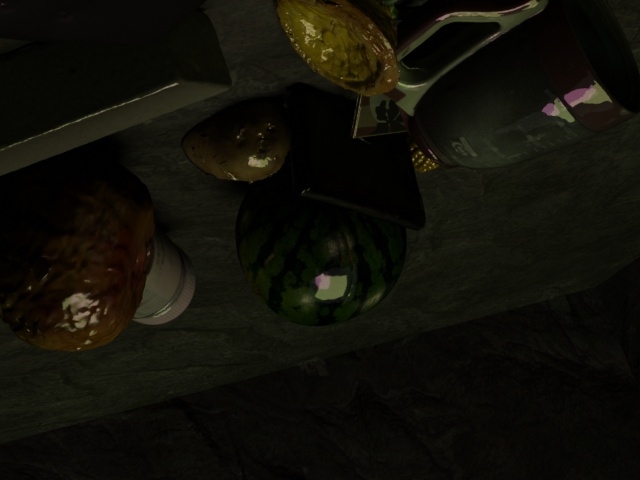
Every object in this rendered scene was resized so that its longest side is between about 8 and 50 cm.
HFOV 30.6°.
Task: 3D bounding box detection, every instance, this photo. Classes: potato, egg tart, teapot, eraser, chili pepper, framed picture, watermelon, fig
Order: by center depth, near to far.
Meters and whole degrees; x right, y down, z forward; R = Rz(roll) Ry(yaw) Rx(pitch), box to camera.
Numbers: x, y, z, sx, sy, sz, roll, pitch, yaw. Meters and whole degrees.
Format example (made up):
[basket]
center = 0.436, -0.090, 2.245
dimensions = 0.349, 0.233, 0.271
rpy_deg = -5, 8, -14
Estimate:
[eraser]
center = -0.285, -0.173, 1.352
dimensions = 0.352, 0.111, 0.077
rpy_deg = -20, 166, 1
[egg tart]
center = 0.031, -0.256, 1.413
dimensions = 0.074, 0.191, 0.191
rpy_deg = -52, 170, -15
[chili pepper]
center = 0.107, -0.304, 1.544
dimensions = 0.030, 0.017, 0.083
rpy_deg = -34, 161, 37
[teapot]
center = 0.233, -0.231, 1.606
dimensions = 0.312, 0.233, 0.315
rpy_deg = -27, 138, 30
[fig]
center = -0.421, 0.013, 1.629
dimensions = 0.368, 0.286, 0.286
rpy_deg = 3, 164, 5
[potato]
center = -0.125, -0.138, 1.679
dimensions = 0.172, 0.101, 0.089
rpy_deg = -19, 159, 9
[framed picture]
center = 0.142, -0.223, 1.729
dimensions = 0.200, 0.010, 0.136
rpy_deg = -10, 129, -29
[watermelon]
center = 0.000, 0.000, 1.915
dimensions = 0.285, 0.285, 0.285
rpy_deg = -18, 163, -6

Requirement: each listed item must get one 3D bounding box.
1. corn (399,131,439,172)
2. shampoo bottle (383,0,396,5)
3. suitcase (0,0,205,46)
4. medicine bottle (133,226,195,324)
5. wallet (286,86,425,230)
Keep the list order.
[corn]
center = 0.213, -0.197, 1.877
dimensions = 0.091, 0.091, 0.260
rpy_deg = 10, 147, -29
[shampoo bottle]
center = 0.080, -0.320, 1.397
dimensions = 0.056, 0.056, 0.195
rpy_deg = -13, 163, -21
[suitcase]
center = -0.197, -0.294, 0.936
dimensions = 0.345, 0.188, 0.339
rpy_deg = -4, 156, -48
[medicine bottle]
center = -0.314, 0.045, 1.925
dimensions = 0.165, 0.165, 0.273
rpy_deg = -21, 165, 5
[wallet]
center = 0.058, -0.119, 1.766
dimensions = 0.045, 0.173, 0.318
rpy_deg = -18, 159, 32
